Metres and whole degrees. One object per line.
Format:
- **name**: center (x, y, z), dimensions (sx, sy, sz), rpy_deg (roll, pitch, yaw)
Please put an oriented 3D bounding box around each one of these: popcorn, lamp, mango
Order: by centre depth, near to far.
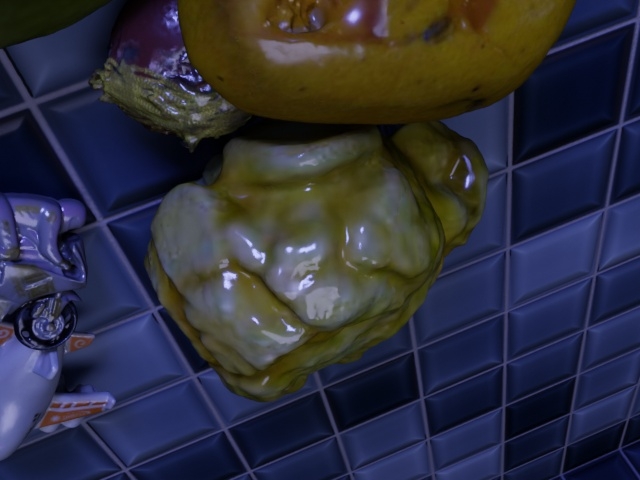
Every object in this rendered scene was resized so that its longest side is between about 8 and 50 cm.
- **mango**: center (0.054, -0.209, 0.591), dimensions (0.365, 0.182, 0.252), rpy_deg (-24, 115, -23)
- **lamp**: center (-0.101, -0.151, 0.644), dimensions (0.156, 0.135, 0.157), rpy_deg (17, 120, -39)
- **popcorn**: center (0.002, 0.012, 0.737), dimensions (0.292, 0.334, 0.293), rpy_deg (1, 112, 23)

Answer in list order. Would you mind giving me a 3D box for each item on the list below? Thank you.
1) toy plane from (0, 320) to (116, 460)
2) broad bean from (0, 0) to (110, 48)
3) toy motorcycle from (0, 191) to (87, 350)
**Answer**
- **toy plane**: center (-0.360, 0.177, 0.864), dimensions (0.245, 0.117, 0.244), rpy_deg (-16, 138, -15)
- **broad bean**: center (-0.226, -0.242, 0.503), dimensions (0.291, 0.119, 0.238), rpy_deg (-23, 148, 0)
- **toy motorcycle**: center (-0.305, 0.006, 0.733), dimensions (0.152, 0.073, 0.225), rpy_deg (-52, 127, -10)
